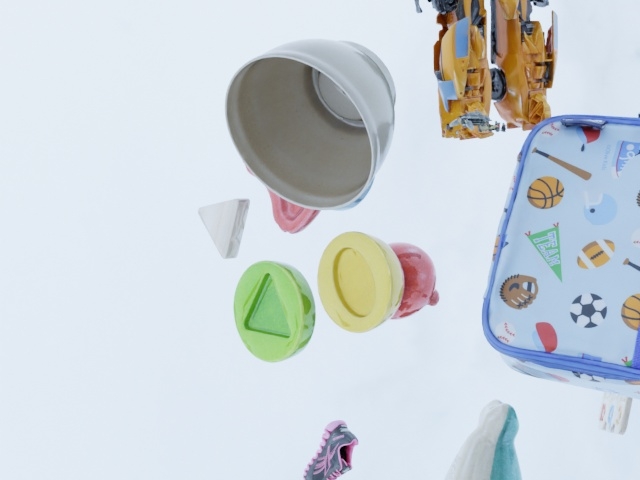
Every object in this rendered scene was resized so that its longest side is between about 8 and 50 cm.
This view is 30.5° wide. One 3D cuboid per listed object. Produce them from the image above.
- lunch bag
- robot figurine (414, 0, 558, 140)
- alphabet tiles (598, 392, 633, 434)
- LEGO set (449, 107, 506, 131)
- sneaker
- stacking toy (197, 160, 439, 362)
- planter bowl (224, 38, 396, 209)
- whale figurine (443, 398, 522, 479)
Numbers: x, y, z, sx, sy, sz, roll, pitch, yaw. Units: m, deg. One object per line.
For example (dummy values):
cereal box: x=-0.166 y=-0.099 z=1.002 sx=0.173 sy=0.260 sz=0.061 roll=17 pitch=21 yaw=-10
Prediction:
lunch bag: x=0.310 y=0.006 z=1.211 sx=0.243 sy=0.115 sz=0.303 roll=8 pitch=71 yaw=28
robot figurine: x=0.214 y=-0.274 z=1.423 sx=0.085 sy=0.211 sz=0.290 roll=16 pitch=113 yaw=54
alphabet tiles: x=0.489 y=0.167 z=1.848 sx=0.021 sy=0.284 sz=0.277 roll=13 pitch=84 yaw=2
LEGO set: x=0.171 y=-0.130 z=1.254 sx=0.083 sy=0.054 sz=0.023 roll=14 pitch=105 yaw=57
sneaker: x=0.017 y=0.308 z=1.606 sx=0.057 sy=0.047 sz=0.119 roll=32 pitch=106 yaw=43
stacking toy: x=0.000 y=0.000 z=1.502 sx=0.279 sy=0.130 sz=0.308 roll=-37 pitch=67 yaw=40
planter bowl: x=0.006 y=-0.125 z=1.113 sx=0.162 sy=0.109 sz=0.162 roll=21 pitch=134 yaw=24
whale figurine: x=0.262 y=0.383 z=1.784 sx=0.141 sy=0.216 sz=0.272 roll=19 pitch=85 yaw=-1
